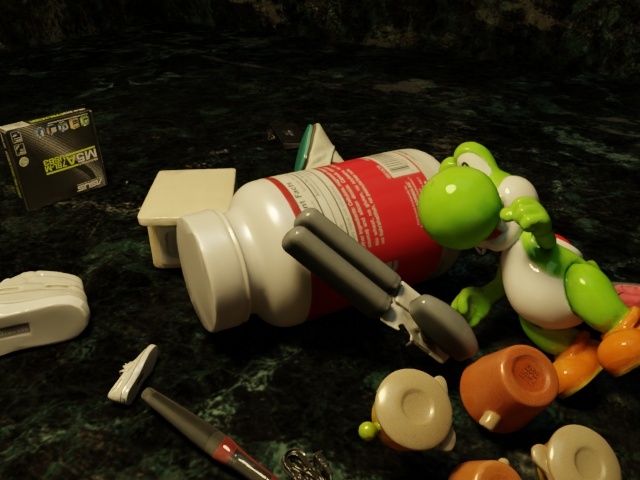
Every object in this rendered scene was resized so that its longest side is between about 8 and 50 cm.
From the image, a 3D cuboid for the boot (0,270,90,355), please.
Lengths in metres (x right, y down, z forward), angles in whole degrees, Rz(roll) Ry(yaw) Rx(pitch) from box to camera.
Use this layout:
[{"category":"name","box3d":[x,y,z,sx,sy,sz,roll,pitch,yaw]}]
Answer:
[{"category":"boot","box3d":[-0.486,0.110,0.819,0.259,0.095,0.123,-4,24,-24]}]

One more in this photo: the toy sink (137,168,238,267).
[{"category":"toy sink","box3d":[-0.229,-0.032,1.004,0.153,0.131,0.234,-3,26,-6]}]

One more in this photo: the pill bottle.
[{"category":"pill bottle","box3d":[0.000,0.000,0.858,0.408,0.228,0.229,-15,35,-24]}]

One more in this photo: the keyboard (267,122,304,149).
[{"category":"keyboard","box3d":[-0.102,-0.296,1.549,0.108,0.023,0.180,-3,30,-18]}]

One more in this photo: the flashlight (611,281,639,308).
[{"category":"flashlight","box3d":[0.472,0.096,0.832,0.305,0.103,0.103,5,58,6]}]

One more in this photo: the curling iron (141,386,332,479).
[{"category":"curling iron","box3d":[-0.106,0.239,0.646,0.274,0.035,0.068,17,31,23]}]

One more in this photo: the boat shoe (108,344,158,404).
[{"category":"boat shoe","box3d":[-0.256,0.179,0.746,0.035,0.035,0.100,8,38,8]}]

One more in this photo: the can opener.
[{"category":"can opener","box3d":[0.081,0.056,0.705,0.280,0.093,0.074,36,48,-7]}]

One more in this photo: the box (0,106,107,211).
[{"category":"box","box3d":[-0.575,-0.178,1.190,0.045,0.184,0.191,22,36,35]}]

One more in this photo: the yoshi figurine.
[{"category":"yoshi figurine","box3d":[0.251,0.030,0.724,0.204,0.203,0.362,-36,72,10]}]

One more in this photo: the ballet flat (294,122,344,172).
[{"category":"ballet flat","box3d":[-0.003,-0.122,1.183,0.139,0.139,0.400,3,35,4]}]

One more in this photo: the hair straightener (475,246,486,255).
[{"category":"hair straightener","box3d":[0.306,-0.040,1.122,0.089,0.047,0.230,-10,34,16]}]

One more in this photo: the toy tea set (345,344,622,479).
[{"category":"toy tea set","box3d":[0.150,0.238,0.615,0.337,0.124,0.199,-7,61,-19]}]
